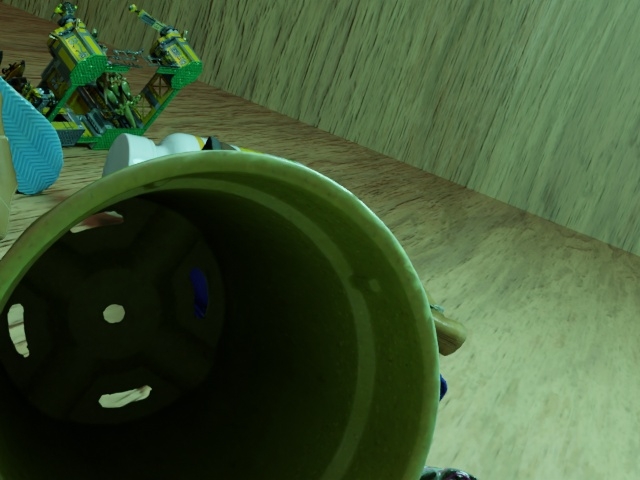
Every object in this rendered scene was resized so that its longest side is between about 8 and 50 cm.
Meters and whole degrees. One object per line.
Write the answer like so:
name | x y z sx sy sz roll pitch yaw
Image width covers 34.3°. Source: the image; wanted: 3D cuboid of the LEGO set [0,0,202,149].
LEGO set | -0.365 -0.275 1.588 0.331 0.255 0.192 -17 65 -51

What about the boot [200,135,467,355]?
boot | 0.000 0.000 1.085 0.280 0.096 0.264 21 10 -25

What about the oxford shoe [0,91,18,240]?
oxford shoe | -0.364 -0.085 1.126 0.076 0.076 0.212 31 40 -41

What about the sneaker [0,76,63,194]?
sneaker | -0.393 -0.153 1.249 0.092 0.087 0.229 36 -19 51

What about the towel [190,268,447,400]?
towel | -0.037 0.082 1.064 0.227 0.076 0.308 20 11 -31

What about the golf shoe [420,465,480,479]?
golf shoe | 0.028 0.186 0.769 0.186 0.067 0.086 17 -13 -10

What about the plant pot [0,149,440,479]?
plant pot | -0.105 0.071 0.661 0.276 0.276 0.254 14 3 -25

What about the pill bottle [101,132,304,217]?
pill bottle | -0.143 -0.058 1.306 0.245 0.136 0.136 12 15 -29
